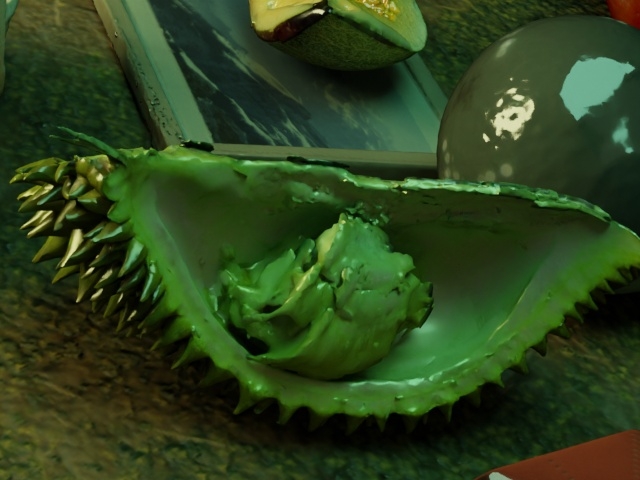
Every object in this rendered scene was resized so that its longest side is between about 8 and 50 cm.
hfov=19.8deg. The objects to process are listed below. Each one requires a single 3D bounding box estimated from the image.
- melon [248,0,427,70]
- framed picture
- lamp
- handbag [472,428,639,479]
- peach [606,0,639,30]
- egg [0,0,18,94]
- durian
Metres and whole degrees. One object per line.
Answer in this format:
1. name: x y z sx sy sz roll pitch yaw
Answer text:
1. melon: 0.013 -0.162 1.330 0.128 0.079 0.160 30 29 -22
2. framed picture: -0.042 -0.151 1.365 0.247 0.022 0.335 1 38 -24
3. lamp: 0.218 -0.016 1.204 0.314 0.182 0.182 37 33 -11
4. handbag: 0.051 0.203 0.795 0.298 0.171 0.151 -7 43 -34
5. peach: 0.330 -0.250 1.499 0.189 0.226 0.196 14 35 -1
6. egg: -0.273 -0.128 1.107 0.206 0.162 0.271 -19 4 0
7. durian: -0.007 0.006 1.037 0.355 0.169 0.157 9 35 -22
